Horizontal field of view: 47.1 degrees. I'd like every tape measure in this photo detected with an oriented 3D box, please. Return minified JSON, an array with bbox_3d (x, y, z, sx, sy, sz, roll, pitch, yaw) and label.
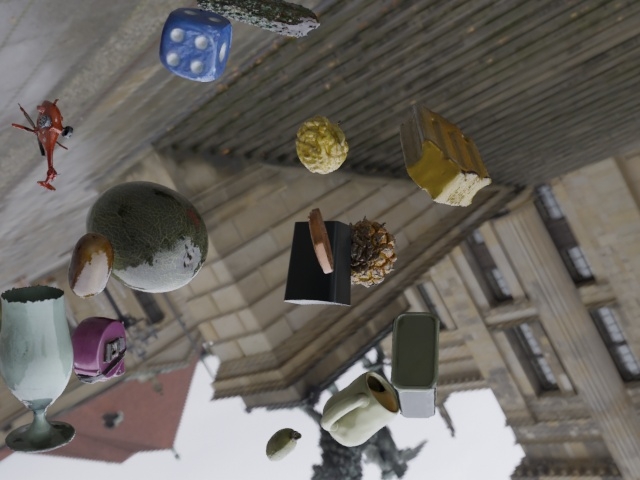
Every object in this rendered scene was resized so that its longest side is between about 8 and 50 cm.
[{"bbox_3d":[-0.401,0.198,1.345,0.074,0.118,0.125,6,-173,11],"label":"tape measure"}]

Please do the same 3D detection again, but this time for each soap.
[{"bbox_3d":[0.232,-0.151,1.377,0.080,0.160,0.258,-52,-165,25],"label":"soap"}]

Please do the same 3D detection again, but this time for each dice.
[{"bbox_3d":[-0.301,-0.481,1.792,0.143,0.146,0.147,-65,173,-61],"label":"dice"}]

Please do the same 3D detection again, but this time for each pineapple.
[{"bbox_3d":[0.121,0.033,2.137,0.224,0.225,0.076,-25,158,27],"label":"pineapple"}]

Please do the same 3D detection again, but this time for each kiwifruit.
[{"bbox_3d":[-0.386,0.042,1.234,0.075,0.075,0.125,-37,152,-55],"label":"kiwifruit"}]

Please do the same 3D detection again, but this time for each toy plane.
[{"bbox_3d":[-0.545,-0.199,1.451,0.077,0.126,0.194,-29,-140,25],"label":"toy plane"}]

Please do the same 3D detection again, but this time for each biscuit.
[{"bbox_3d":[0.000,0.000,1.163,0.019,0.102,0.130,-16,-167,5],"label":"biscuit"}]

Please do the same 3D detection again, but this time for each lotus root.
[{"bbox_3d":[-0.131,0.695,2.518,0.077,0.090,0.183,12,140,-30],"label":"lotus root"}]

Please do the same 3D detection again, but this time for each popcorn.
[{"bbox_3d":[0.007,-0.289,2.194,0.170,0.180,0.180,-32,-174,-5],"label":"popcorn"}]

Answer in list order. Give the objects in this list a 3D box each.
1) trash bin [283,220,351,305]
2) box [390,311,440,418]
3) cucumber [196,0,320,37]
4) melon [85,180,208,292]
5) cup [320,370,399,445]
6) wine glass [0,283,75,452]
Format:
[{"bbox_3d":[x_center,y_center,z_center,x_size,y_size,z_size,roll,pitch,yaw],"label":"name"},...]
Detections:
[{"bbox_3d":[-0.002,0.064,2.044,0.165,0.226,0.115,-1,171,31],"label":"trash bin"},{"bbox_3d":[0.272,0.356,2.093,0.138,0.178,0.274,0,-135,12],"label":"box"},{"bbox_3d":[-0.162,-0.607,1.935,0.096,0.359,0.096,-50,155,-34],"label":"cucumber"},{"bbox_3d":[-0.393,-0.013,1.641,0.301,0.238,0.237,25,-139,33],"label":"melon"},{"bbox_3d":[0.112,0.539,2.259,0.202,0.173,0.255,-42,179,19],"label":"cup"},{"bbox_3d":[-0.368,0.163,0.951,0.092,0.203,0.093,0,-169,0],"label":"wine glass"}]
